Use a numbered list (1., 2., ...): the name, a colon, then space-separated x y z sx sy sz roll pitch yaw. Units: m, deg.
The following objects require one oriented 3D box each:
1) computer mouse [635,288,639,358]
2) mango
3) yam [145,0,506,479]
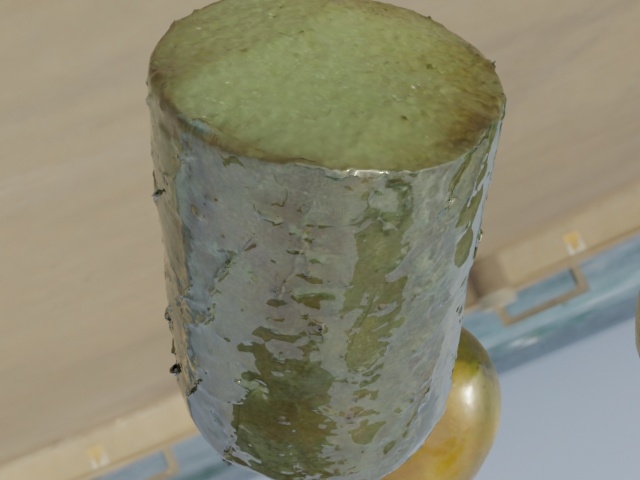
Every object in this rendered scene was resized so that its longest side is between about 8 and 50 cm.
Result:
1. computer mouse: 0.327 -0.015 0.769 0.331 0.095 0.197 -35 -156 25
2. mango: 0.054 0.147 1.071 0.139 0.175 0.254 -5 -179 -24
3. yam: 0.000 0.000 0.649 0.161 0.161 0.268 -20 143 -18
